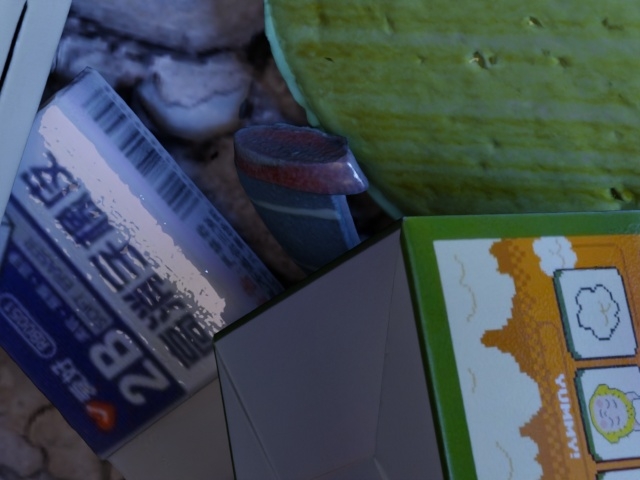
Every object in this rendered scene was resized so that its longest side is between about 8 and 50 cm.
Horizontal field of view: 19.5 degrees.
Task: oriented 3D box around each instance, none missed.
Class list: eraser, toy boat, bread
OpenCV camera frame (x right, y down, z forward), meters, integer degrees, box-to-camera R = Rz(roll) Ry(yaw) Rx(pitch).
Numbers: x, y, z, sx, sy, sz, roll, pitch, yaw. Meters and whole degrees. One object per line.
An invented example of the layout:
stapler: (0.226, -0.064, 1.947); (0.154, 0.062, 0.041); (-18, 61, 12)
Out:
eraser: (-0.098, 0.030, 0.952); (0.124, 0.068, 0.210); (-37, 99, 21)
toy boat: (0.000, 0.001, 0.936); (0.096, 0.034, 0.122); (16, 136, 43)
bread: (0.097, -0.091, 0.819); (0.301, 0.045, 0.301); (22, 139, 21)

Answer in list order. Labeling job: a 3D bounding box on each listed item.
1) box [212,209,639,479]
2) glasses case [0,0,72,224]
box: (0.066, 0.098, 0.828); (0.195, 0.148, 0.177); (-33, 63, 57)
glasses case: (-0.209, -0.062, 0.889); (0.131, 0.070, 0.313); (25, 101, 29)
